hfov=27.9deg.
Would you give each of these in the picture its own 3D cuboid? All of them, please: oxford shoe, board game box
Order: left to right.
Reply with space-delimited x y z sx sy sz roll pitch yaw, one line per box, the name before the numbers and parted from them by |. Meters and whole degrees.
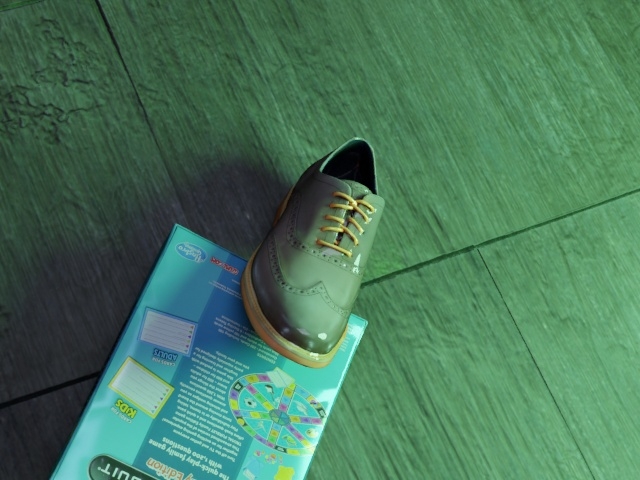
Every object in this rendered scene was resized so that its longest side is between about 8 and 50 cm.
board game box | -0.125 0.186 1.438 0.253 0.079 0.336 28 62 -8
oxford shoe | 0.000 0.000 1.451 0.130 0.133 0.364 26 32 -12
